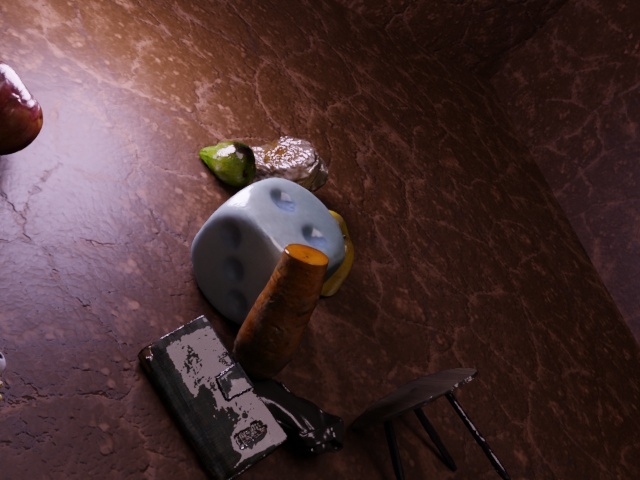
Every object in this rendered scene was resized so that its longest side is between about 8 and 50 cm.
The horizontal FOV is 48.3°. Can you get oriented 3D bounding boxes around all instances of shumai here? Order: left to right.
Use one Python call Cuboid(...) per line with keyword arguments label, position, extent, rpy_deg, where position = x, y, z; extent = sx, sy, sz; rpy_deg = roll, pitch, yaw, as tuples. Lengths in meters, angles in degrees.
Cuboid(label="shumai", position=(-0.089, -0.190, 2.081), extent=(0.185, 0.218, 0.184), rpy_deg=(66, 17, -47))

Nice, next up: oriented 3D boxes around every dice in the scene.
Cuboid(label="dice", position=(-0.122, 0.030, 1.681), extent=(0.263, 0.268, 0.264), rpy_deg=(50, 36, 8))

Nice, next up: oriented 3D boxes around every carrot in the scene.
Cuboid(label="carrot", position=(-0.085, 0.155, 1.476), extent=(0.138, 0.302, 0.139), rpy_deg=(18, 23, -8))

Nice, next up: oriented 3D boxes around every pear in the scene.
Cuboid(label="pear", position=(0.002, 0.001, 1.923), extent=(0.266, 0.178, 0.267), rpy_deg=(31, 33, -23))

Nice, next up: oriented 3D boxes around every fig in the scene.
Cuboid(label="fig", position=(-0.713, -0.249, 1.471), extent=(0.186, 0.204, 0.249), rpy_deg=(29, 62, 34))
Cuboid(label="fig", position=(-0.259, -0.212, 1.952), extent=(0.156, 0.123, 0.123), rpy_deg=(6, 35, 12))

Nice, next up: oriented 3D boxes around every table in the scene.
Cuboid(label="table", position=(0.252, 0.480, 1.672), extent=(0.317, 0.317, 0.249), rpy_deg=(-20, 84, -53))

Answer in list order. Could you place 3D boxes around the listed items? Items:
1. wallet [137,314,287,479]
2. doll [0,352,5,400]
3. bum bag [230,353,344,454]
Cuboid(label="wallet", position=(-0.218, 0.314, 1.434), extent=(0.169, 0.044, 0.317), rpy_deg=(-29, 73, -26))
Cuboid(label="doll", position=(-0.625, 0.154, 1.203), extent=(0.291, 0.086, 0.117), rpy_deg=(53, 6, 10))
Cuboid(label="bum bag", position=(-0.092, 0.360, 1.534), extent=(0.326, 0.080, 0.142), rpy_deg=(33, 28, 4))
